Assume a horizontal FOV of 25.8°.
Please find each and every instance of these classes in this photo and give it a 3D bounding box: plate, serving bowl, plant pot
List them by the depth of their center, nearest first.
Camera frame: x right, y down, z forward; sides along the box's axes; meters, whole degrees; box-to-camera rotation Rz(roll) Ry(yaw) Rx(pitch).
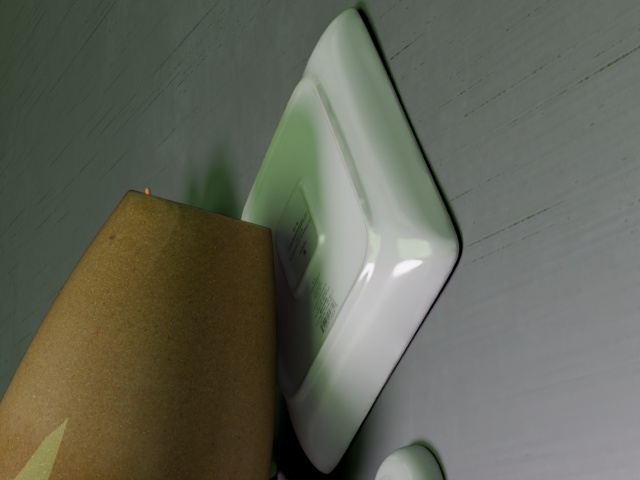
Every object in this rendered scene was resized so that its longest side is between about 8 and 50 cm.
[{"bbox_3d":[0.057,0.186,0.987,0.083,0.027,0.083,-176,90,-67],"label":"serving bowl"},{"bbox_3d":[-0.127,0.097,1.106,0.237,0.237,0.254,17,90,65],"label":"plant pot"},{"bbox_3d":[0.000,0.000,1.118,0.277,0.045,0.278,117,146,-40],"label":"plate"}]

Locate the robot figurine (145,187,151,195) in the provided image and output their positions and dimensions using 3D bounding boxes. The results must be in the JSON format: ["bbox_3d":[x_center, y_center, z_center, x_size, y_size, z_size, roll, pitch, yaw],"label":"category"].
[{"bbox_3d":[-0.166,0.062,1.379,0.158,0.128,0.219,-86,12,-59],"label":"robot figurine"}]

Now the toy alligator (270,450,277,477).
[{"bbox_3d":[-0.078,0.188,1.265,0.051,0.056,0.190,-44,25,-7],"label":"toy alligator"}]
